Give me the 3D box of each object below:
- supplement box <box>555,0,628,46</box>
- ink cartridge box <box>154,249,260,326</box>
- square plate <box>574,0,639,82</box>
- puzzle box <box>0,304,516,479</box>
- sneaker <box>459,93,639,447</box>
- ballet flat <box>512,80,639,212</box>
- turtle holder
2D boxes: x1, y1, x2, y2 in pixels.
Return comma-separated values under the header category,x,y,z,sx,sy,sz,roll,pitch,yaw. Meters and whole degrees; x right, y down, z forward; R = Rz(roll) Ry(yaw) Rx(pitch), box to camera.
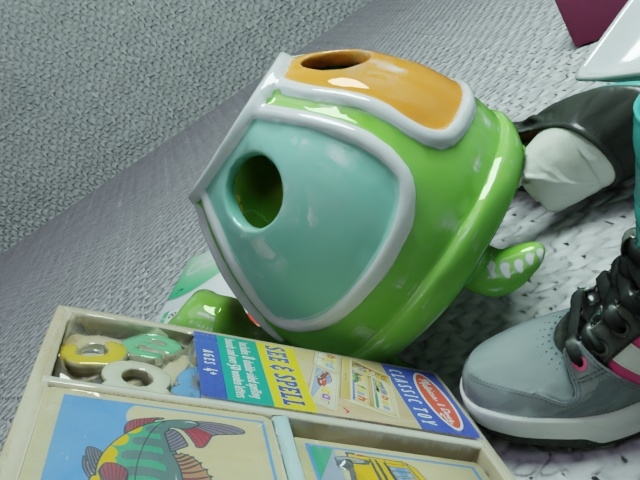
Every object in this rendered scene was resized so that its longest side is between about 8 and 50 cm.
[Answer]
category,x,y,z,sx,sy,sz,roll,pitch,yaw
supplement box,0.411,-0.360,0.956,0.104,0.081,0.188,-11,32,44
ink cartridge box,-0.096,0.051,0.863,0.224,0.056,0.181,-26,24,24
square plate,0.411,-0.240,0.498,0.344,0.049,0.347,-51,24,-7
puzzle box,-0.003,0.151,0.282,0.409,0.272,0.052,-126,52,-68
sneaker,0.186,0.010,0.379,0.295,0.178,0.124,-23,25,27
ballet flat,0.211,-0.072,0.650,0.096,0.095,0.280,-51,15,-13
turtle holder,0.009,-0.017,0.587,0.320,0.227,0.243,-42,20,52
